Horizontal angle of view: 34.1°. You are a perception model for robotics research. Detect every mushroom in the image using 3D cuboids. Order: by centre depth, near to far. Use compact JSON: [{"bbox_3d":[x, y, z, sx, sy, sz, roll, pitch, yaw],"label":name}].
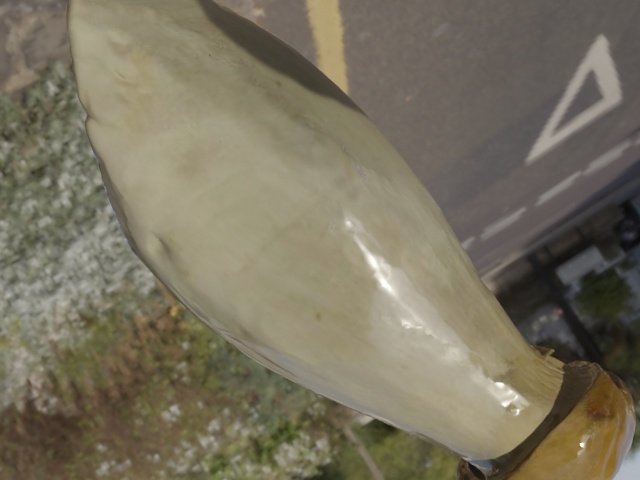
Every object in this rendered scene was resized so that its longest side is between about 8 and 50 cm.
[{"bbox_3d":[0.000,0.000,0.498,0.128,0.350,0.128,-48,180,0],"label":"mushroom"}]
